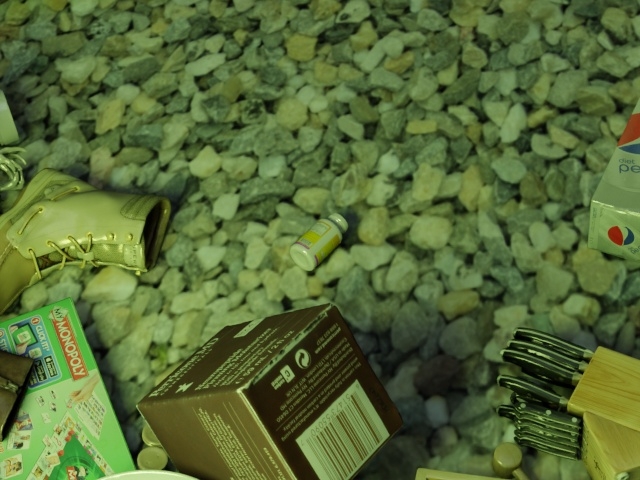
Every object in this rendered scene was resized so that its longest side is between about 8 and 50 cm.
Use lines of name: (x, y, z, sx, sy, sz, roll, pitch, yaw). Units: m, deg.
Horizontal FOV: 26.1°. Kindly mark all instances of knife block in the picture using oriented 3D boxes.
knife block: (0.353, 0.183, 1.624, 0.275, 0.088, 0.242, -16, 49, -7)

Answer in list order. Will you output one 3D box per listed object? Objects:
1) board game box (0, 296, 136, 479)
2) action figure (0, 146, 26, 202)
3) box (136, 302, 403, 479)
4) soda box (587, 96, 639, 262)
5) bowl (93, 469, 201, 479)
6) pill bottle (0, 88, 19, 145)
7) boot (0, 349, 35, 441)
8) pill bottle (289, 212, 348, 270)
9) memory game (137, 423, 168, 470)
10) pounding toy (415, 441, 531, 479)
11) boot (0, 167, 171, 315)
board game box: (-0.360, 0.227, 1.696, 0.213, 0.046, 0.317, -19, 49, -11)
action figure: (-0.470, -0.095, 1.892, 0.140, 0.164, 0.276, -9, 88, -20)
box: (-0.056, 0.192, 1.528, 0.203, 0.167, 0.168, -15, 21, 49)
soda box: (0.449, -0.107, 1.864, 0.091, 0.098, 0.286, 17, 53, 21)
bowl: (-0.188, 0.402, 1.457, 0.297, 0.134, 0.298, -6, 50, 8)
pill bottle: (-0.543, -0.153, 2.011, 0.193, 0.108, 0.108, -19, 49, -10)
boot: (-0.456, 0.136, 1.722, 0.206, 0.090, 0.248, 10, 48, 0)
pill bottle: (0.000, 0.000, 1.856, 0.043, 0.043, 0.083, 30, 58, 28)
memory game: (-0.126, 0.254, 1.650, 0.186, 0.012, 0.186, 3, 46, -3)
pounding toy: (0.194, 0.301, 1.535, 0.181, 0.094, 0.206, 5, 50, 11)
boot: (-0.332, 0.017, 1.849, 0.203, 0.095, 0.262, 12, 45, 16)
